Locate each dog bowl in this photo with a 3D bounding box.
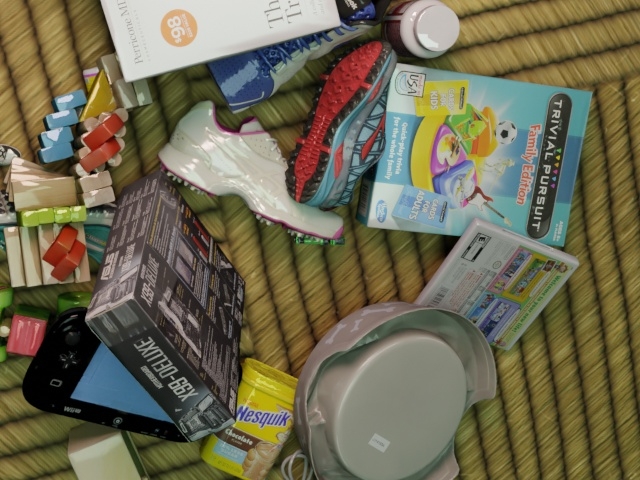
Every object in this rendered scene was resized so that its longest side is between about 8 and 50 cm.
[{"bbox_3d":[0.111,0.255,1.509,0.348,0.102,0.349,-10,111,-27],"label":"dog bowl"}]

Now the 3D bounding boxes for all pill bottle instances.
[{"bbox_3d":[0.150,-0.313,1.414,0.086,0.152,0.086,-3,103,-12],"label":"pill bottle"},{"bbox_3d":[-0.314,-0.211,1.387,0.043,0.043,0.083,-15,105,-9],"label":"pill bottle"}]

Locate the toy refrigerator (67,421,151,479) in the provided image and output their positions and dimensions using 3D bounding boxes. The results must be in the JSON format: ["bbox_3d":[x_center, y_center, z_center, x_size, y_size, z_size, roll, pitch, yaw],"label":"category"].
[{"bbox_3d":[-0.298,0.412,1.494,0.094,0.102,0.270,-21,105,-8],"label":"toy refrigerator"}]

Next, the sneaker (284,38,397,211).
[{"bbox_3d":[0.045,-0.167,1.400,0.125,0.104,0.262,18,103,-47],"label":"sneaker"}]

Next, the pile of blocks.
[{"bbox_3d":[-0.335,-0.102,1.291,0.148,0.112,0.362,19,83,-23],"label":"pile of blocks"}]

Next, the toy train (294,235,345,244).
[{"bbox_3d":[0.000,0.000,1.514,0.083,0.024,0.017,0,102,-13],"label":"toy train"}]

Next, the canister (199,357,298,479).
[{"bbox_3d":[-0.104,0.291,1.528,0.126,0.073,0.170,27,96,-16],"label":"canister"}]

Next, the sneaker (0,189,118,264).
[{"bbox_3d":[-0.425,-0.009,1.379,0.275,0.107,0.110,3,110,-13],"label":"sneaker"}]

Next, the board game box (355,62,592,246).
[{"bbox_3d":[0.242,-0.134,1.511,0.336,0.079,0.254,5,101,-14],"label":"board game box"}]

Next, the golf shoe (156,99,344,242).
[{"bbox_3d":[-0.085,-0.101,1.430,0.306,0.115,0.140,26,92,-18],"label":"golf shoe"}]

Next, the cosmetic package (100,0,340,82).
[{"bbox_3d":[-0.159,-0.415,1.187,0.284,0.097,0.377,-16,102,-3],"label":"cosmetic package"}]

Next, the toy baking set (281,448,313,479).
[{"bbox_3d":[-0.047,0.440,1.560,0.256,0.030,0.197,-37,129,-12],"label":"toy baking set"}]

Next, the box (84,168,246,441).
[{"bbox_3d":[-0.199,0.081,1.312,0.076,0.307,0.242,-24,123,15],"label":"box"}]

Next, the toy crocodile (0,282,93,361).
[{"bbox_3d":[-0.420,0.134,1.405,0.340,0.105,0.115,7,100,-14],"label":"toy crocodile"}]

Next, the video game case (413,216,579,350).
[{"bbox_3d":[0.279,0.075,1.546,0.193,0.023,0.212,21,124,-16],"label":"video game case"}]

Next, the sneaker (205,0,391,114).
[{"bbox_3d":[-0.017,-0.314,1.343,0.315,0.182,0.127,-34,96,-12],"label":"sneaker"}]

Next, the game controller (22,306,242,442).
[{"bbox_3d":[-0.271,0.205,1.406,0.319,0.067,0.167,23,96,-34],"label":"game controller"}]

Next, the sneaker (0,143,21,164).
[{"bbox_3d":[-0.474,-0.126,1.373,0.083,0.037,0.032,11,97,-16],"label":"sneaker"}]
